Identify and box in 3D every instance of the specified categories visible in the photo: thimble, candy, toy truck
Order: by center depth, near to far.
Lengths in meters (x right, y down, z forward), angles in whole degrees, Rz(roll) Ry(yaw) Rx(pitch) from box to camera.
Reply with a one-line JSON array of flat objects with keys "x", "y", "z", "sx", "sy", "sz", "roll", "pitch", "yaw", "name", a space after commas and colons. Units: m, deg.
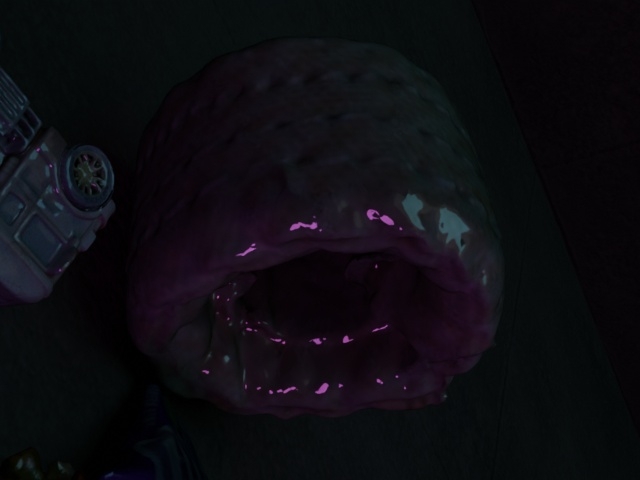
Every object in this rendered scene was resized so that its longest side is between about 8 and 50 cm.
[{"x": -0.239, "y": -0.061, "z": 0.670, "sx": 0.257, "sy": 0.108, "sz": 0.140, "roll": 56, "pitch": 43, "yaw": -34, "name": "toy truck"}, {"x": -0.106, "y": 0.189, "z": 0.807, "sx": 0.275, "sy": 0.070, "sz": 0.145, "roll": -88, "pitch": 158, "yaw": -81, "name": "candy"}, {"x": 0.000, "y": 0.000, "z": 0.918, "sx": 0.291, "sy": 0.291, "sz": 0.195, "roll": 49, "pitch": 29, "yaw": -46, "name": "thimble"}]

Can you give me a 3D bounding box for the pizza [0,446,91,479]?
[{"x": -0.183, "y": 0.210, "z": 0.672, "sx": 0.226, "sy": 0.069, "sz": 0.147, "roll": -34, "pitch": 110, "yaw": -75, "name": "pizza"}]
